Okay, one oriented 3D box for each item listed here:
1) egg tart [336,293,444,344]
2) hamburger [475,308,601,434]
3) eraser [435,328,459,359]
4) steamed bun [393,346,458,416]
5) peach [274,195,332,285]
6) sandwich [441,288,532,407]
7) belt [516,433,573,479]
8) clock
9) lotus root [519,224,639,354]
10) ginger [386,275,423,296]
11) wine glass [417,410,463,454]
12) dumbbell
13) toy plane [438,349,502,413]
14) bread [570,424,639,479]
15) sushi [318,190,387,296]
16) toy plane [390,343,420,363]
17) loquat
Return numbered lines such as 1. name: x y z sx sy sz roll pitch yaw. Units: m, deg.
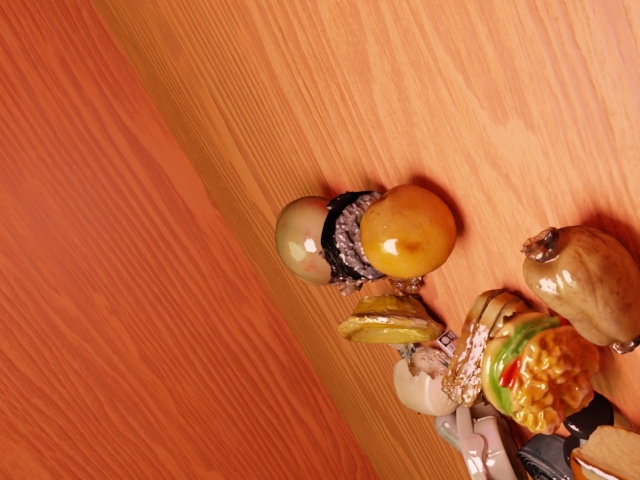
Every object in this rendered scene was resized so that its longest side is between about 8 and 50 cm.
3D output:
1. egg tart: 0.196 0.224 1.560 0.315 0.315 0.120 111 161 -68
2. hamburger: 0.426 0.247 1.027 0.149 0.237 0.237 22 143 59
3. eraser: 0.377 0.304 1.495 0.122 0.052 0.029 46 162 21
4. steamed bun: 0.316 0.392 1.569 0.170 0.200 0.225 40 160 -12
5. peach: 0.000 0.000 1.586 0.292 0.247 0.292 33 170 7
6. sandwich: 0.404 0.231 1.207 0.100 0.288 0.254 28 105 41
7. belt: 0.593 0.577 1.336 0.206 0.116 0.267 55 167 -14
8. clock: 0.463 0.585 1.441 0.265 0.109 0.324 61 -162 -12
9. lotus root: 0.413 0.066 0.857 0.257 0.140 0.154 48 150 -14
10. ginger: 0.218 0.100 1.493 0.162 0.073 0.103 32 152 47
11. wine glass: 0.442 0.624 1.823 0.231 0.103 0.103 39 157 28
12. dumbbell: 0.562 0.411 1.150 0.100 0.100 0.191 32 152 49
13. toy plane: 0.417 0.348 1.415 0.235 0.096 0.060 38 165 -6
14. bread: 0.652 0.516 0.980 0.324 0.143 0.333 11 136 51
15. sushi: 0.102 0.005 1.377 0.219 0.238 0.225 112 139 -75
16. toy plane: 0.296 0.395 1.776 0.192 0.088 0.262 97 149 -67
17. loquat: 0.187 -0.015 1.176 0.208 0.208 0.208 47 160 23
